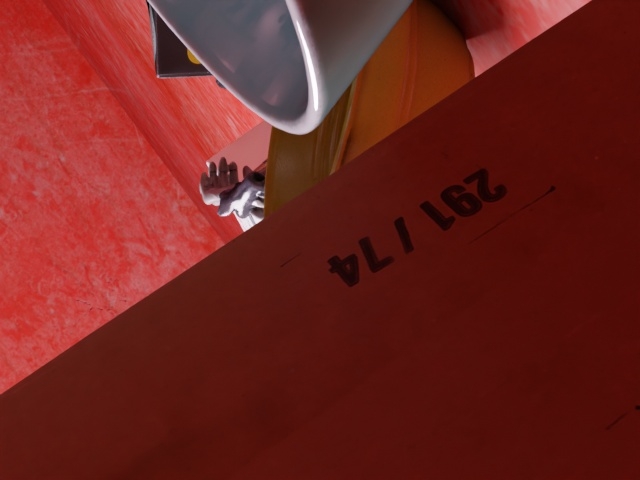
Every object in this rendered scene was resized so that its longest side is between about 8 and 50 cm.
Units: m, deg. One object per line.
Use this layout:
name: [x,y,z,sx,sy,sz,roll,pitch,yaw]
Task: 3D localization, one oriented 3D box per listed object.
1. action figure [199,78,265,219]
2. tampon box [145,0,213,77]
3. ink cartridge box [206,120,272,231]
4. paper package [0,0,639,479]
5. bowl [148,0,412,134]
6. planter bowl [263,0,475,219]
action figure: [-0.009,-0.085,1.014,0.276,0.164,0.141,64,161,3]
tampon box: [-0.053,-0.175,0.815,0.161,0.101,0.120,-110,19,-65]
ink cartridge box: [0.000,0.000,1.444,0.237,0.100,0.172,45,167,47]
paper package: [0.106,0.085,0.412,0.309,0.325,0.168,39,160,50]
bowl: [-0.030,-0.215,0.577,0.311,0.163,0.311,53,171,12]
planter bowl: [0.035,-0.080,0.846,0.217,0.090,0.217,-170,90,-77]
